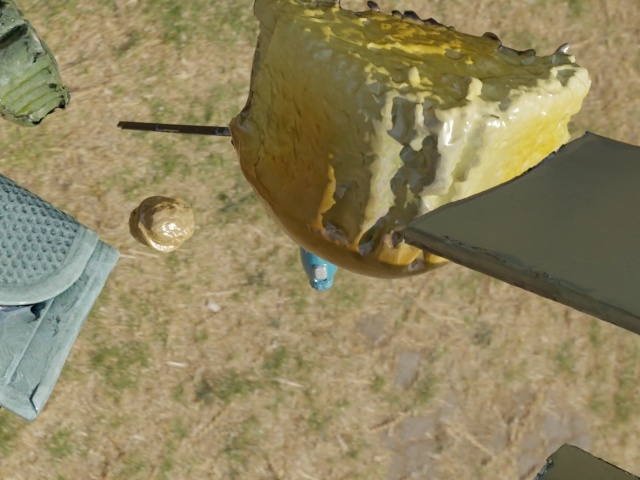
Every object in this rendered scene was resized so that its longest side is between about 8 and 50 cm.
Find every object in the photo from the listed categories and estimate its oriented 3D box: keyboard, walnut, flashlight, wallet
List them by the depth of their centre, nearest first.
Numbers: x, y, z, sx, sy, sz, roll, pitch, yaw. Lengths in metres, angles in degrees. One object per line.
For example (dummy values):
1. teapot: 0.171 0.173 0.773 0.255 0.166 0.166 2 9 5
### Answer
1. flashlight: 0.000 0.000 1.072 0.051 0.051 0.129 -40 147 -27
2. wallet: -0.399 0.015 1.114 0.342 0.075 0.237 34 57 -21
3. walnut: -0.226 -0.024 1.487 0.096 0.079 0.082 -4 83 -54
4. keyboard: -0.224 -0.187 1.762 0.106 0.262 0.016 -3 98 -55

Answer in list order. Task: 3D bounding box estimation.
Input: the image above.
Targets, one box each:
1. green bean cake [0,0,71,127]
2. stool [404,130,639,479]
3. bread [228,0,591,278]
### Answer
1. green bean cake: -0.466 -0.285 1.457 0.132 0.241 0.255 -36 89 -8
2. stool: 0.197 0.108 0.539 0.170 0.269 0.244 -26 125 -36
3. bread: 0.057 -0.063 0.789 0.262 0.204 0.162 11 42 -3
